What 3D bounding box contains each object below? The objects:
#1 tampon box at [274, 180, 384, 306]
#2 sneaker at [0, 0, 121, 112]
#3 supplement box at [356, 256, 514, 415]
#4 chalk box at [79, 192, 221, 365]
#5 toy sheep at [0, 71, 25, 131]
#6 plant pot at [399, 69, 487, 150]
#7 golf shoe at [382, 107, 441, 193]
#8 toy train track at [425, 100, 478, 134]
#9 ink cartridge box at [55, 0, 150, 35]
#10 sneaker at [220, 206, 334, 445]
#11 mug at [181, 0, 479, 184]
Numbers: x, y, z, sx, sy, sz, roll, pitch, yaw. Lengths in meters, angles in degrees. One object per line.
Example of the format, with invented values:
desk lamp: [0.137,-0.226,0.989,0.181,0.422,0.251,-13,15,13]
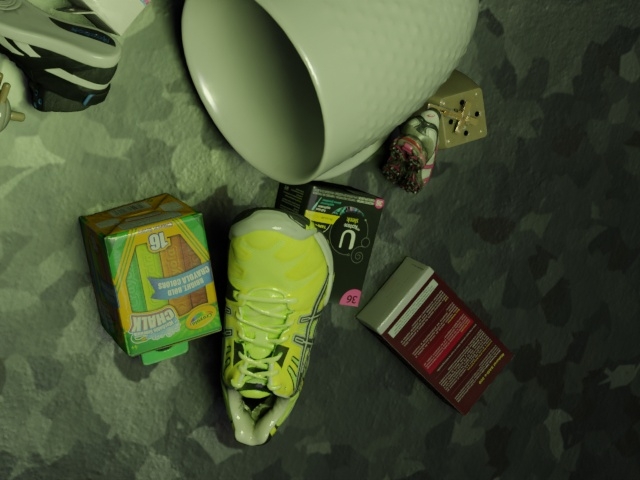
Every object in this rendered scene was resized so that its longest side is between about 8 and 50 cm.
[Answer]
tampon box: [0.000,0.000,1.508,0.120,0.101,0.161,9,99,-28]
sneaker: [-0.358,-0.220,1.281,0.217,0.079,0.121,22,129,-7]
supplement box: [0.182,0.151,1.659,0.130,0.073,0.239,-49,118,-8]
chalk box: [-0.219,0.065,1.394,0.132,0.132,0.213,-17,110,-23]
toy sheep: [-0.414,-0.160,1.263,0.132,0.091,0.091,10,98,-34]
plant pot: [0.185,-0.186,1.562,0.109,0.096,0.109,-18,111,-23]
golf shoe: [0.139,-0.125,1.517,0.067,0.186,0.086,35,75,6]
toy train track: [0.185,-0.179,1.500,0.083,0.014,0.048,15,103,-24]
ink cartridge box: [-0.256,-0.322,1.299,0.090,0.092,0.143,41,84,-30]
sneaker: [-0.060,0.120,1.389,0.145,0.147,0.384,4,133,3]
mug: [0.033,-0.234,1.397,0.328,0.276,0.374,-34,147,-28]
